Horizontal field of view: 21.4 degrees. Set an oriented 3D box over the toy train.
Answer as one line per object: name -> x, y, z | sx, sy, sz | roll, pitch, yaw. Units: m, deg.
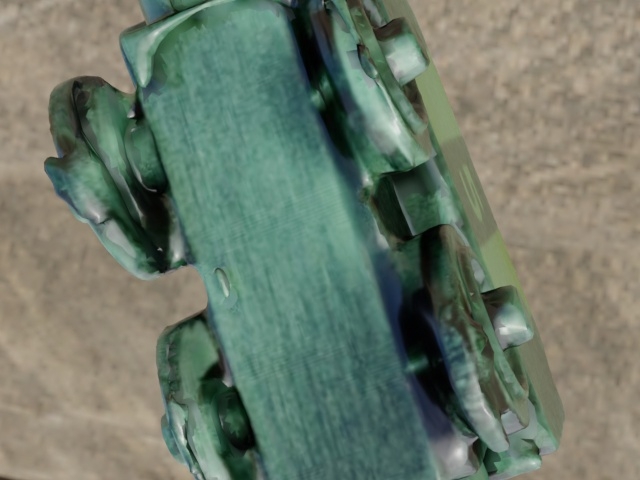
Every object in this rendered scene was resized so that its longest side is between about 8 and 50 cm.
toy train -> 0.000, 0.000, 0.771 | 0.167, 0.299, 0.238 | -20, -179, 12
